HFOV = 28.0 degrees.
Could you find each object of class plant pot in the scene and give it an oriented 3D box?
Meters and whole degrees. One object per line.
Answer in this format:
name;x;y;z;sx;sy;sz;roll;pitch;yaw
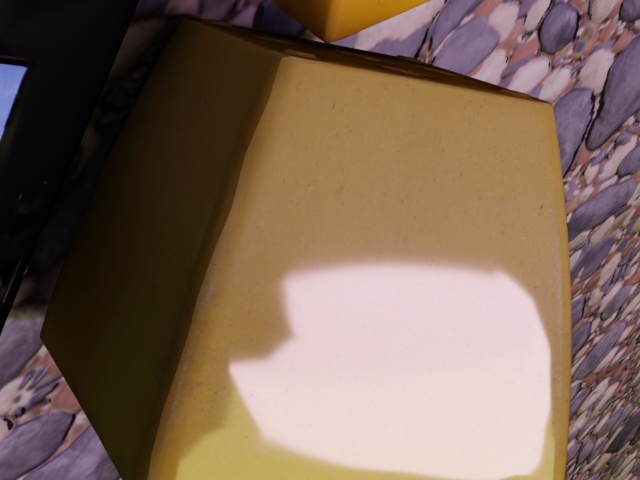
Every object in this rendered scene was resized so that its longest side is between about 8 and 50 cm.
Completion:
plant pot;0.000;0.000;0.631;0.212;0.212;0.187;7;102;-25

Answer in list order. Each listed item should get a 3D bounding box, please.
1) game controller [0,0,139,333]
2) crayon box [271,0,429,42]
game controller;-0.169;0.009;0.404;0.166;0.067;0.319;-8;132;-53
crayon box;0.069;-0.224;0.619;0.318;0.081;0.202;-29;148;-34
